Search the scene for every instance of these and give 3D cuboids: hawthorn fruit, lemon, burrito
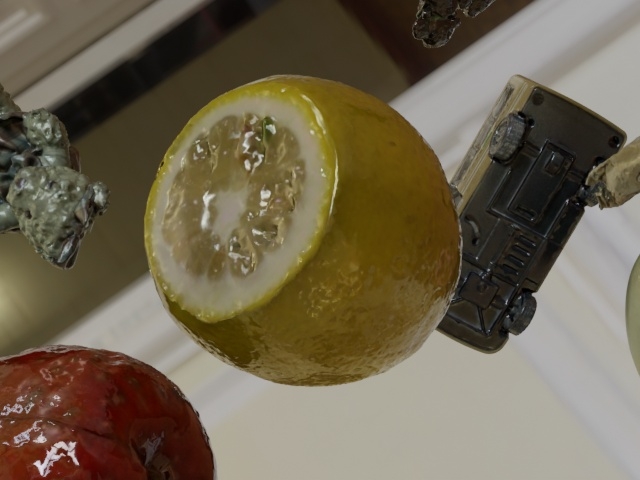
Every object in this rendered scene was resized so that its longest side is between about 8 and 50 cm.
[{"bbox_3d":[-0.207,0.196,1.443,0.258,0.262,0.258,32,-148,-23],"label":"hawthorn fruit"},{"bbox_3d":[0.000,0.000,1.433,0.219,0.240,0.240,25,-161,-46],"label":"lemon"},{"bbox_3d":[0.296,-0.070,1.706,0.149,0.041,0.055,139,127,-59],"label":"burrito"}]

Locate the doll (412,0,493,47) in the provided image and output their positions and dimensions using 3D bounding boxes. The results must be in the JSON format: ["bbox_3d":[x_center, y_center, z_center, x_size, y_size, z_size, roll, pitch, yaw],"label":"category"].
[{"bbox_3d":[0.111,-0.226,1.445,0.057,0.165,0.139,11,173,30],"label":"doll"}]

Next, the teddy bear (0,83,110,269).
[{"bbox_3d":[-0.257,-0.045,1.627,0.213,0.133,0.111,37,-177,28],"label":"teddy bear"}]

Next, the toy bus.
[{"bbox_3d":[0.257,-0.038,2.560,0.177,0.365,0.202,28,-171,-13],"label":"toy bus"}]

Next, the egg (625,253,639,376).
[{"bbox_3d":[0.463,0.108,2.133,0.295,0.218,0.218,49,177,-21],"label":"egg"}]
